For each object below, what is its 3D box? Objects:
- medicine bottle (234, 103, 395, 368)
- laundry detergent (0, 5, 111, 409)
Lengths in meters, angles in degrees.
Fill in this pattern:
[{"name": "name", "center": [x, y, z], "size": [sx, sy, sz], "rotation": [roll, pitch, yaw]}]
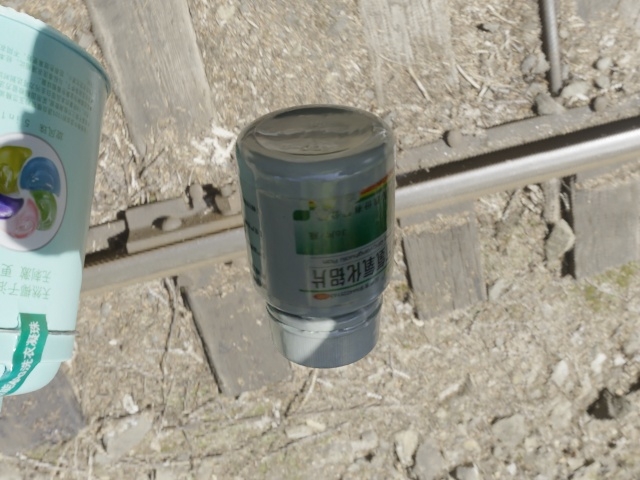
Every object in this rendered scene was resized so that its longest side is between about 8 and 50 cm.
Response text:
[{"name": "medicine bottle", "center": [0.000, 0.000, 0.369], "size": [0.080, 0.080, 0.130], "rotation": [-9, 123, -8]}, {"name": "laundry detergent", "center": [-0.339, -0.014, 0.566], "size": [0.287, 0.287, 0.305], "rotation": [7, 82, -16]}]
